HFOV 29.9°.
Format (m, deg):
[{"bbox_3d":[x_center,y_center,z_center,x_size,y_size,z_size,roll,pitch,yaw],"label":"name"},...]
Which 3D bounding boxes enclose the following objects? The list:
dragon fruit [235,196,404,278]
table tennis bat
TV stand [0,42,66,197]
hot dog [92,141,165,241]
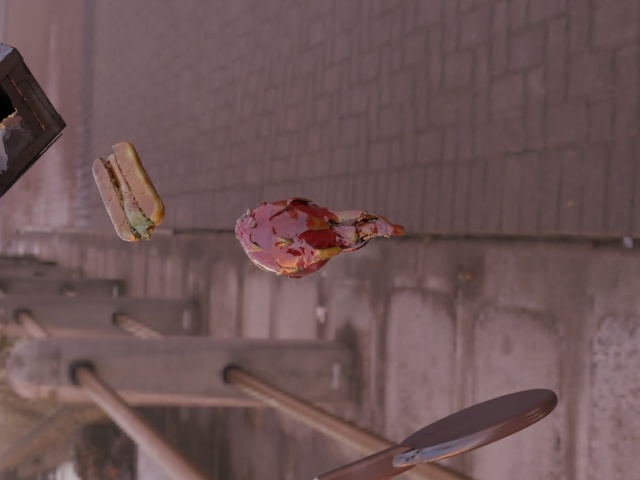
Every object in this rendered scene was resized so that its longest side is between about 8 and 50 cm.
[{"bbox_3d":[0.000,0.000,1.351,0.094,0.190,0.094,2,-90,-82],"label":"dragon fruit"},{"bbox_3d":[0.057,0.083,0.771,0.107,0.169,0.119,153,96,-75],"label":"table tennis bat"},{"bbox_3d":[-0.190,0.031,0.387,0.049,0.256,0.040,23,153,34],"label":"TV stand"},{"bbox_3d":[-0.121,-0.030,0.771,0.037,0.021,0.083,-34,54,10],"label":"hot dog"}]
